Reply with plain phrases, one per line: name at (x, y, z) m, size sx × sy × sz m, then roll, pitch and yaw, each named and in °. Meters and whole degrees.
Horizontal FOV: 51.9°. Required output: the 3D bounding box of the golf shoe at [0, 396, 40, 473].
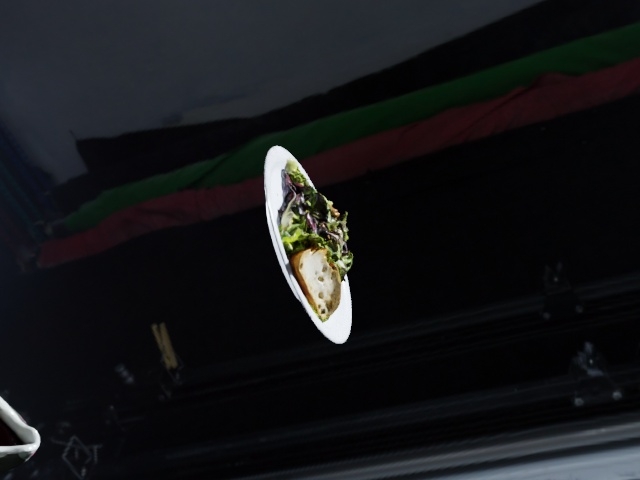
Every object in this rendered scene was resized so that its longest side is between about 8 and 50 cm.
golf shoe at (-0.433, 0.166, 0.729) m, size 0.120 × 0.273 × 0.105 m, roll -23°, pitch -145°, yaw 35°

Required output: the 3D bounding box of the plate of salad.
plate of salad at (0.000, 0.000, 0.633) m, size 0.048 × 0.200 × 0.200 m, roll -20°, pitch -147°, yaw 15°
